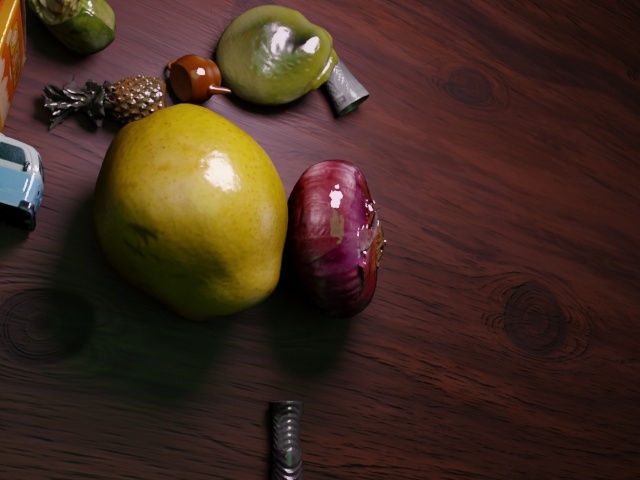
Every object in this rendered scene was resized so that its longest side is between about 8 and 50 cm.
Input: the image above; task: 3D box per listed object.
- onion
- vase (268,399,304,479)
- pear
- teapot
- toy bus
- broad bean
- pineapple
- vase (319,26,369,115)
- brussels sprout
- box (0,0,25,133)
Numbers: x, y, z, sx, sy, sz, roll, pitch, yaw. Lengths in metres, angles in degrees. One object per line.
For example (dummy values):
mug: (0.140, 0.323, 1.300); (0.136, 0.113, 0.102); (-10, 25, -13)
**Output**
onion: (0.000, 0.000, 1.250); (0.285, 0.347, 0.347); (-7, 78, 8)
vase: (-0.070, 0.458, 1.200); (0.115, 0.115, 0.237); (7, 70, -24)
pear: (-0.245, -0.050, 1.107); (0.362, 0.362, 0.418); (-26, 91, -28)
teapot: (-0.279, -0.373, 1.309); (0.173, 0.116, 0.116); (37, 59, 24)
toy bus: (-0.648, -0.130, 1.054); (0.271, 0.133, 0.164); (18, 66, -18)
broad bean: (-0.106, -0.444, 1.374); (0.291, 0.119, 0.238); (-11, 92, -7)
pineapple: (-0.454, -0.297, 1.213); (0.251, 0.125, 0.125); (-5, 79, -16)
vase: (0.028, -0.440, 1.480); (0.096, 0.096, 0.219); (-33, 89, -28)
brussels sprout: (-0.511, -0.468, 1.203); (0.183, 0.145, 0.131); (29, 90, 28)
box: (-0.699, -0.359, 1.015); (0.284, 0.259, 0.213); (15, 72, -22)
